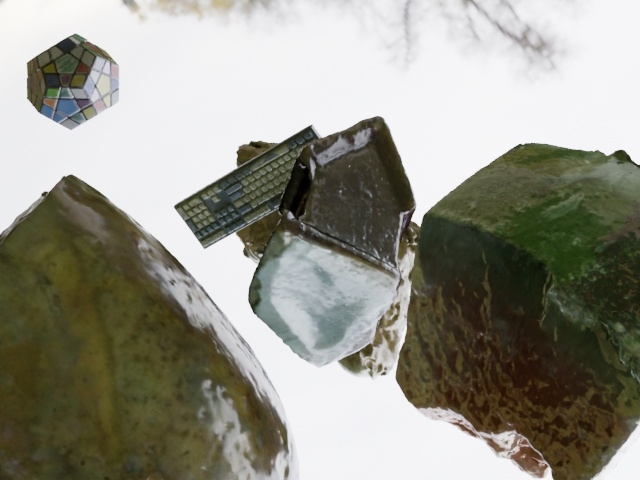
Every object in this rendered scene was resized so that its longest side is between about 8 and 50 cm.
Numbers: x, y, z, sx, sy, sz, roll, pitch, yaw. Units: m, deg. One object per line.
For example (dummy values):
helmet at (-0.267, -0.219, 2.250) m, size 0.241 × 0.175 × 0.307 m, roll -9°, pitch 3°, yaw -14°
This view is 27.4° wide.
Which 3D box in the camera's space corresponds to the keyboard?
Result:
keyboard at (-0.061, -0.049, 1.251) m, size 0.176 × 0.055 × 0.014 m, roll -28°, pitch -164°, yaw 29°

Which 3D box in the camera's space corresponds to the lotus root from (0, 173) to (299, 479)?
lotus root at (-0.158, 0.137, 1.023) m, size 0.250 × 0.346 × 0.250 m, roll -36°, pitch -168°, yaw 9°

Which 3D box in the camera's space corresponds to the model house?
model house at (0.009, -0.007, 0.983) m, size 0.165 × 0.106 × 0.152 m, roll 119°, pitch -14°, yaw -52°

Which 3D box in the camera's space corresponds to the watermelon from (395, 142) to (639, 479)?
watermelon at (0.196, 0.075, 1.102) m, size 0.264 × 0.151 × 0.302 m, roll 34°, pitch -71°, yaw 34°

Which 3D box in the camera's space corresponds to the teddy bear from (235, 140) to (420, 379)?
teddy bear at (0.000, 0.000, 1.463) m, size 0.156 × 0.256 × 0.267 m, roll -45°, pitch -142°, yaw 26°

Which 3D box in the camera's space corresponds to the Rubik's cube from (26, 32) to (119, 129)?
Rubik's cube at (-0.281, -0.180, 1.490) m, size 0.111 × 0.093 × 0.111 m, roll -28°, pitch -166°, yaw 7°
